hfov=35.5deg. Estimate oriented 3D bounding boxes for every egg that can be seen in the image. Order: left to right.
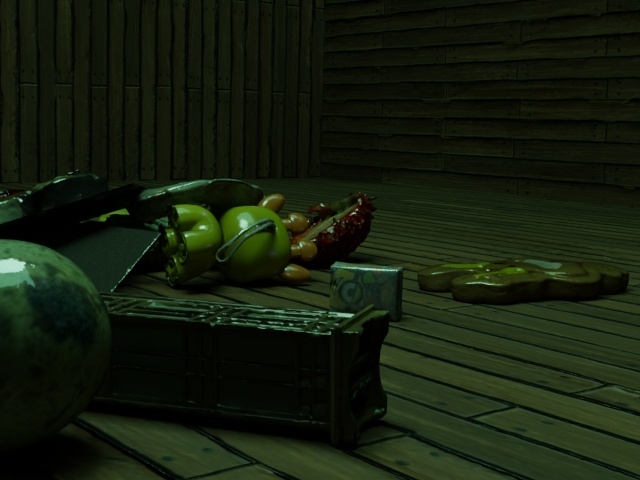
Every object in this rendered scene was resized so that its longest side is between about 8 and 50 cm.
[{"bbox_3d":[-0.225,0.073,0.667,0.182,0.141,0.141,-16,-2,26],"label":"egg"}]

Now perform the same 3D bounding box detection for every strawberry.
[{"bbox_3d":[0.004,0.004,1.620,0.167,0.087,0.208,-18,18,42],"label":"strawberry"}]

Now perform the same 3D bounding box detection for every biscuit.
[{"bbox_3d":[0.288,0.049,1.381,0.295,0.044,0.186,-2,10,-27],"label":"biscuit"}]

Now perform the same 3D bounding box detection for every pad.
[{"bbox_3d":[-0.314,0.028,1.244,0.211,0.003,0.143,7,46,34],"label":"pad"}]

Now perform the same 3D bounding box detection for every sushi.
[{"bbox_3d":[-0.405,-0.054,1.407,0.340,0.068,0.320,-17,0,0],"label":"sushi"}]

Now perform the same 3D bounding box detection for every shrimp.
[{"bbox_3d":[-0.237,-0.024,1.414,0.360,0.085,0.247,-11,-18,-31],"label":"shrimp"}]

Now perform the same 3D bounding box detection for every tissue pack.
[{"bbox_3d":[0.053,0.058,1.161,0.083,0.063,0.035,2,4,16],"label":"tissue pack"}]

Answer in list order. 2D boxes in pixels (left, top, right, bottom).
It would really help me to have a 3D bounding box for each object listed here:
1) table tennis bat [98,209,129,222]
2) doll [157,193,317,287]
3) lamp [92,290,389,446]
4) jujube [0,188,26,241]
[{"bbox_3d":[-0.263,-0.014,1.755,0.369,0.054,0.224,13,12,43],"label":"table tennis bat"},{"bbox_3d":[-0.108,-0.001,1.367,0.221,0.142,0.135,-3,-30,-28],"label":"doll"},{"bbox_3d":[-0.114,0.088,0.776,0.326,0.090,0.089,3,8,20],"label":"lamp"},{"bbox_3d":[-0.550,-0.036,1.733,0.104,0.104,0.166,7,21,37],"label":"jujube"}]
